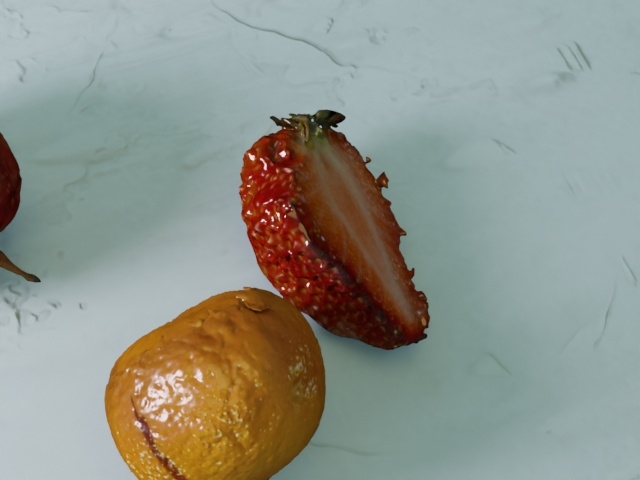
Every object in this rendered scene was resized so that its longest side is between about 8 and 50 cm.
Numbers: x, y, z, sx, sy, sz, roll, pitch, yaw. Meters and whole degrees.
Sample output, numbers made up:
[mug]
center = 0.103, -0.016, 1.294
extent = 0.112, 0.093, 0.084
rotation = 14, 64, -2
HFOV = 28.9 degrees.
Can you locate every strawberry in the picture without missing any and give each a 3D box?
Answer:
[strawberry]
center = -0.005, -0.001, 1.167
extent = 0.175, 0.107, 0.236
rotation = 15, 55, -45

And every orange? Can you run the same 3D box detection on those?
[orange]
center = -0.083, 0.132, 1.032
extent = 0.193, 0.193, 0.161
rotation = -32, 87, -23

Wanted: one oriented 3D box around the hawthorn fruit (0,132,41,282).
[hawthorn fruit]
center = -0.343, -0.031, 1.081
extent = 0.243, 0.207, 0.207
rotation = 43, 61, -19
